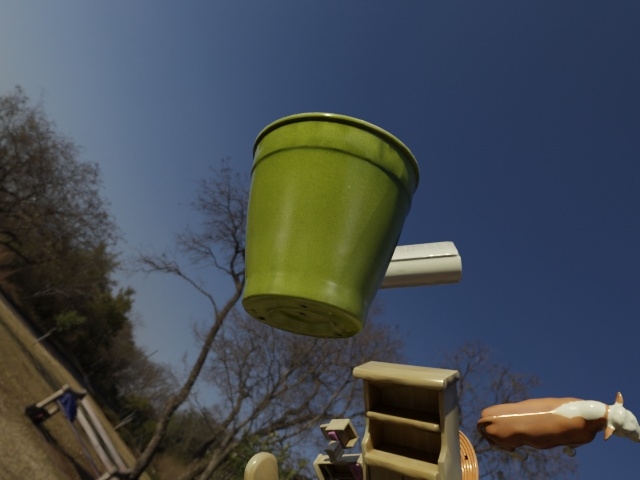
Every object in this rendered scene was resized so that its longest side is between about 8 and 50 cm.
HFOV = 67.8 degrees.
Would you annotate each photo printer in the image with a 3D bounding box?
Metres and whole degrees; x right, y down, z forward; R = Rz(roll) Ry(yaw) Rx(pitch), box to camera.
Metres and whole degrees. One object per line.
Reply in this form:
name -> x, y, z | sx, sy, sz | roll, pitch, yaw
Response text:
photo printer -> 0.274, 0.078, 1.491 | 0.308, 0.256, 0.106 | -6, -83, 11

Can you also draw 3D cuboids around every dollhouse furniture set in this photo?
dollhouse furniture set -> 0.052, 0.349, 0.680 | 0.363, 0.394, 0.256 | -5, -92, 38
dollhouse furniture set -> 0.005, 0.739, 1.381 | 0.198, 0.303, 0.286 | -23, -82, 36

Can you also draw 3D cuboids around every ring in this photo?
ring -> 0.323, 0.697, 1.368 | 0.032, 0.336, 0.337 | 34, -26, -19

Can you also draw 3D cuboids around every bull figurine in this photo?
bull figurine -> 0.493, 0.393, 1.004 | 0.311, 0.101, 0.188 | -5, -42, 16

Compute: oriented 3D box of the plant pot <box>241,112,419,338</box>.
plant pot -> 0.000, 0.000, 0.969 | 0.367, 0.352, 0.366 | 9, -26, 5
